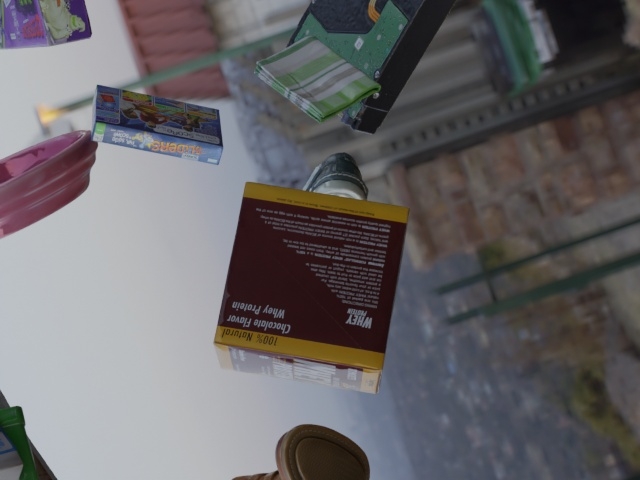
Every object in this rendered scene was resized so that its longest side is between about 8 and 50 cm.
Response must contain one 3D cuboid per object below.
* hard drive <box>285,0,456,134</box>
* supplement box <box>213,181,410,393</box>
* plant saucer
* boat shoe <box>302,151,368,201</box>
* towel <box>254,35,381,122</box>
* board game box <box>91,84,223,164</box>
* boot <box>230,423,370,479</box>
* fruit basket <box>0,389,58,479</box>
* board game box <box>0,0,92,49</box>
[{"bbox_3d":[0.092,-0.358,2.169,0.064,0.339,0.237,12,-151,-38],"label":"hard drive"},{"bbox_3d":[-0.009,0.057,1.678,0.129,0.191,0.194,90,-170,-72],"label":"supplement box"},{"bbox_3d":[-0.492,-0.069,2.290,0.332,0.332,0.084,-110,-5,-76],"label":"plant saucer"},{"bbox_3d":[0.000,0.000,2.176,0.319,0.116,0.099,110,166,-47],"label":"boat shoe"},{"bbox_3d":[-0.005,-0.228,2.029,0.152,0.113,0.023,39,150,35],"label":"towel"},{"bbox_3d":[-0.256,-0.182,2.288,0.136,0.201,0.035,-101,25,-59],"label":"board game box"},{"bbox_3d":[-0.027,0.297,1.768,0.283,0.220,0.109,41,-116,-43],"label":"boot"},{"bbox_3d":[-0.503,0.205,1.742,0.327,0.165,0.353,-9,-119,-49],"label":"fruit basket"},{"bbox_3d":[-0.305,-0.293,1.444,0.347,0.056,0.208,-162,63,-67],"label":"board game box"}]
